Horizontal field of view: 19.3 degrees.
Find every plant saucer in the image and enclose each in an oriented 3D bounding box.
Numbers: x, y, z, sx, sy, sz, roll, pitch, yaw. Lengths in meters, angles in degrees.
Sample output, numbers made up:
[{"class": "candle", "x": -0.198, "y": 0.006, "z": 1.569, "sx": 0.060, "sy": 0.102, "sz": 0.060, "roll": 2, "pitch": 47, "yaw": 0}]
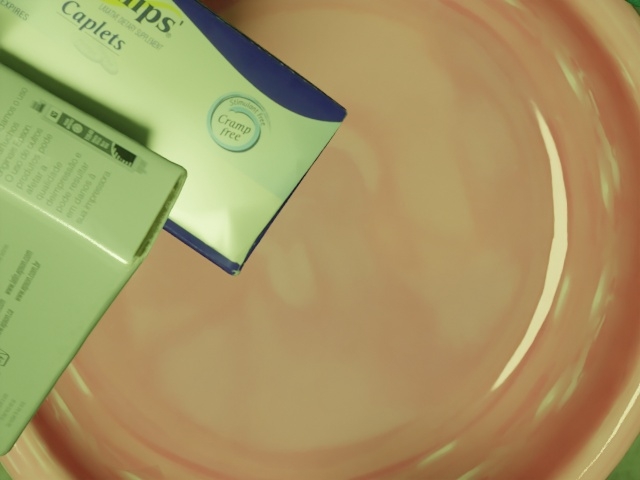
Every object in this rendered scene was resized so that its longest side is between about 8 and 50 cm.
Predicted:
[{"class": "plant saucer", "x": 0.000, "y": 0.000, "z": 0.832, "sx": 0.332, "sy": 0.084, "sz": 0.332, "roll": -2, "pitch": 102, "yaw": -11}]

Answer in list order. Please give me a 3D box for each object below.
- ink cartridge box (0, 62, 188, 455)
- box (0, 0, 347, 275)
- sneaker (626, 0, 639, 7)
[{"class": "ink cartridge box", "x": -0.177, "y": -0.022, "z": 0.655, "sx": 0.224, "sy": 0.223, "sz": 0.045, "roll": 30, "pitch": 61, "yaw": -8}, {"class": "box", "x": -0.072, "y": -0.060, "z": 0.687, "sx": 0.126, "sy": 0.137, "sz": 0.072, "roll": 35, "pitch": 90, "yaw": -16}, {"class": "sneaker", "x": 0.091, "y": -0.236, "z": 0.786, "sx": 0.121, "sy": 0.108, "sz": 0.302, "roll": -11, "pitch": 96, "yaw": 31}]
